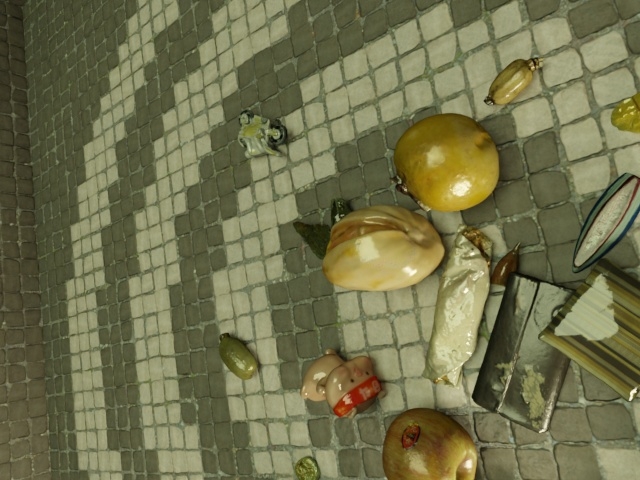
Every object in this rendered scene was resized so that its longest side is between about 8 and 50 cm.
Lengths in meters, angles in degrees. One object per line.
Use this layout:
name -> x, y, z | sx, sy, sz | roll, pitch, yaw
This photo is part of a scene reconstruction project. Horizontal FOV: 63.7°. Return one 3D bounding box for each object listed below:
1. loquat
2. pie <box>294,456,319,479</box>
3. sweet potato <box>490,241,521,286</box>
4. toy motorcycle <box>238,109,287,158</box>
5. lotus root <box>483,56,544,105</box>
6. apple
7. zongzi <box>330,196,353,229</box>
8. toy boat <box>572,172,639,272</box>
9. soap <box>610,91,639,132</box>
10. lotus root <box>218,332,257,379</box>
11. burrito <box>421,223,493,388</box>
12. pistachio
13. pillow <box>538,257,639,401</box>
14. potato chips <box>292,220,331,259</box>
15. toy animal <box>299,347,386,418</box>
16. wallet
loquat -> 0.279, -0.173, 1.174 | 0.244, 0.244, 0.244 | -3, 85, 37
pie -> -0.038, 0.666, 1.485 | 0.084, 0.021, 0.084 | -3, 84, 33
sweet potato -> 0.423, 0.055, 1.157 | 0.049, 0.049, 0.117 | 32, 109, 34
toy motorcycle -> -0.195, -0.325, 1.636 | 0.228, 0.074, 0.151 | 31, 108, 33
lotus root -> 0.437, -0.362, 1.166 | 0.152, 0.063, 0.072 | -39, 38, 36
apple -> 0.245, 0.488, 1.168 | 0.188, 0.211, 0.211 | 5, 90, 39
zongzi -> 0.084, -0.071, 1.424 | 0.119, 0.055, 0.109 | -5, 83, 25
toy boat -> 0.579, -0.030, 1.051 | 0.080, 0.046, 0.229 | 37, 107, 28
soap -> 0.662, -0.265, 1.008 | 0.168, 0.033, 0.089 | -34, 65, 32
lotus root -> -0.272, 0.366, 1.645 | 0.183, 0.077, 0.090 | 44, 112, 29
burrito -> 0.327, 0.161, 1.210 | 0.117, 0.076, 0.392 | 16, 99, 31
pistachio -> 0.148, 0.027, 1.271 | 0.308, 0.230, 0.230 | -12, 80, 31
pillow -> 0.582, 0.175, 1.014 | 0.208, 0.052, 0.212 | 37, 104, 17
potato chips -> 0.000, 0.000, 1.463 | 0.209, 0.026, 0.142 | 43, 144, 20
toy animal -> 0.059, 0.378, 1.347 | 0.197, 0.171, 0.171 | 13, 95, 39
wallet -> 0.450, 0.240, 1.117 | 0.170, 0.044, 0.321 | 18, 99, 25
